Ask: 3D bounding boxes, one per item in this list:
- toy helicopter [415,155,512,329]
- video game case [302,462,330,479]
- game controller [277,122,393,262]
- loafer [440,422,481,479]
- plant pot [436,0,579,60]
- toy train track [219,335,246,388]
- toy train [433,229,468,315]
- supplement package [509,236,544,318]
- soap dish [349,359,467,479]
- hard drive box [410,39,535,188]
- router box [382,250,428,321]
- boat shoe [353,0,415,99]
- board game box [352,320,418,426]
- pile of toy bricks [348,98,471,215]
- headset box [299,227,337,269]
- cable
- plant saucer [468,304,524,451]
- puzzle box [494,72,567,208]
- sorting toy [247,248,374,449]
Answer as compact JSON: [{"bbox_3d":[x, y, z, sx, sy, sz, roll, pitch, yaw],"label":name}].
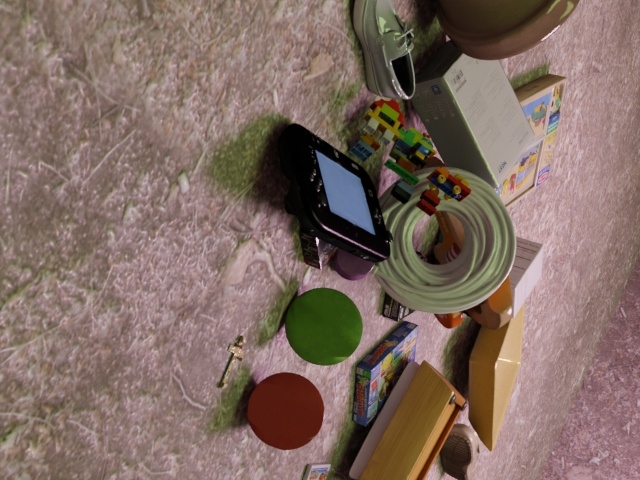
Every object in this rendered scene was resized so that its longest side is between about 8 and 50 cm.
[{"bbox_3d":[0.269,0.009,1.879,0.140,0.235,0.355,-27,103,-15],"label":"toy helicopter"},{"bbox_3d":[-0.021,0.480,1.887,0.087,0.011,0.122,22,87,-63],"label":"video game case"},{"bbox_3d":[0.028,-0.066,1.516,0.319,0.067,0.166,25,56,-63],"label":"game controller"},{"bbox_3d":[0.360,0.526,2.554,0.092,0.102,0.268,-58,160,-28],"label":"loafer"},{"bbox_3d":[0.265,-0.461,1.621,0.229,0.263,0.263,34,76,-43],"label":"plant pot"},{"bbox_3d":[-0.128,0.183,1.493,0.083,0.014,0.048,-67,153,-9],"label":"toy train track"},{"bbox_3d":[0.331,0.079,2.176,0.334,0.142,0.190,30,70,-63],"label":"toy train"},{"bbox_3d":[0.466,0.085,2.458,0.179,0.105,0.105,-47,144,-39],"label":"supplement package"},{"bbox_3d":[0.188,0.402,2.065,0.291,0.118,0.229,-61,159,-6],"label":"soap dish"},{"bbox_3d":[0.273,-0.230,1.800,0.181,0.089,0.232,-48,117,-39],"label":"hard drive box"},{"bbox_3d":[0.167,0.089,1.965,0.092,0.038,0.122,-22,126,-56],"label":"router box"},{"bbox_3d":[0.110,-0.311,1.555,0.079,0.081,0.227,-56,150,-29],"label":"boat shoe"},{"bbox_3d":[0.132,0.265,2.016,0.201,0.035,0.136,-35,136,-50],"label":"board game box"},{"bbox_3d":[0.151,-0.145,1.647,0.118,0.212,0.105,-40,-162,52],"label":"pile of toy bricks"},{"bbox_3d":[0.000,0.000,1.599,0.062,0.032,0.083,-51,148,-35],"label":"headset box"},{"bbox_3d":[0.207,0.000,1.746,0.257,0.257,0.089,-47,-177,2],"label":"cable"},{"bbox_3d":[0.443,0.307,2.540,0.333,0.081,0.333,-60,153,-45],"label":"plant saucer"},{"bbox_3d":[0.459,-0.218,2.313,0.409,0.052,0.272,-31,133,-53],"label":"puzzle box"},{"bbox_3d":[-0.013,0.173,1.646,0.126,0.127,0.365,122,-7,-72],"label":"sorting toy"}]
